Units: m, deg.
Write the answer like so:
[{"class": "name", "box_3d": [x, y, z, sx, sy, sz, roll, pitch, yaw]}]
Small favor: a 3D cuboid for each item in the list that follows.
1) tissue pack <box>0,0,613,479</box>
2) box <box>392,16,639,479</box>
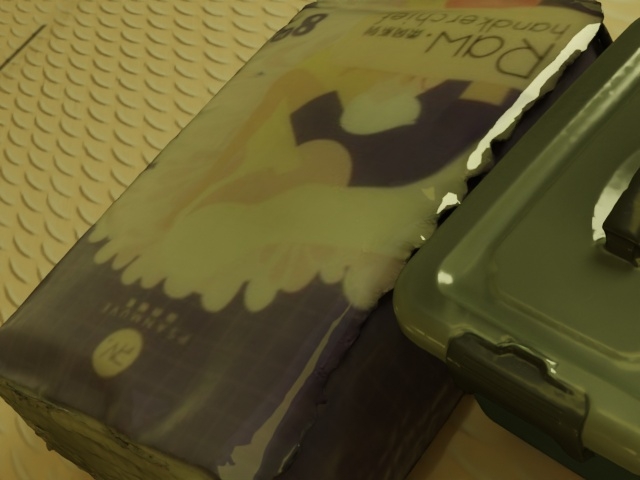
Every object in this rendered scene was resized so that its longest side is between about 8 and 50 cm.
[{"class": "tissue pack", "box_3d": [0.000, 0.000, 0.615, 0.242, 0.125, 0.343, 13, 55, 43]}, {"class": "box", "box_3d": [0.159, 0.007, 0.478, 0.162, 0.130, 0.227, 29, 68, 40]}]
